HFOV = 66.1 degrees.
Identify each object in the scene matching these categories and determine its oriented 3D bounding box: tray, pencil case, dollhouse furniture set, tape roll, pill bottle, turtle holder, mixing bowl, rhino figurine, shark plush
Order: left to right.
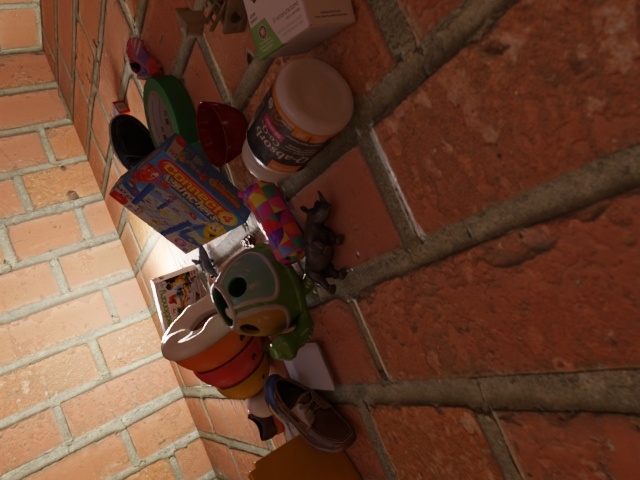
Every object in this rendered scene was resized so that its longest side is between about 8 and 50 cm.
[{"bbox_3d":[-0.523,-0.408,1.723,0.321,0.077,0.321,34,134,44],"label":"tape roll"},{"bbox_3d":[-0.283,-0.585,1.159,0.182,0.161,0.101,56,147,18],"label":"dollhouse furniture set"},{"bbox_3d":[-0.444,0.094,1.925,0.067,0.073,0.161,-53,54,21],"label":"shark plush"},{"bbox_3d":[-0.259,-0.301,1.354,0.181,0.098,0.181,35,137,42],"label":"mixing bowl"},{"bbox_3d":[-0.157,0.174,1.355,0.243,0.227,0.320,-28,84,58],"label":"turtle holder"},{"bbox_3d":[-0.119,-0.048,1.290,0.236,0.104,0.104,57,147,18],"label":"pencil case"},{"bbox_3d":[-0.061,-0.235,1.025,0.278,0.162,0.162,-36,78,58],"label":"pill bottle"},{"bbox_3d":[-0.038,0.377,1.484,0.270,0.030,0.145,-26,86,59],"label":"tray"},{"bbox_3d":[0.000,0.000,1.159,0.106,0.073,0.243,22,125,47],"label":"rhino figurine"}]

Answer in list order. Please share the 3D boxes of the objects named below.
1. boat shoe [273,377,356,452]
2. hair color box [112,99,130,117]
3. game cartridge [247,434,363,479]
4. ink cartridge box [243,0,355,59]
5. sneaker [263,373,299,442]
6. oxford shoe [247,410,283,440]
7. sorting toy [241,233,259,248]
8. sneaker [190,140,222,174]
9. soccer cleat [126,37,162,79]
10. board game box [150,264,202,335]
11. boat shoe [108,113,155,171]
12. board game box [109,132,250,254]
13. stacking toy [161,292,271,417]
[{"bbox_3d":[-0.034,0.502,1.434,0.324,0.123,0.116,14,131,44],"label":"boat shoe"},{"bbox_3d":[-0.918,-0.550,2.272,0.093,0.053,0.167,52,146,25],"label":"hair color box"},{"bbox_3d":[-0.017,0.730,1.417,0.324,0.285,0.053,52,145,27],"label":"game cartridge"},{"bbox_3d":[-0.063,-0.506,0.910,0.198,0.114,0.273,0,108,57],"label":"ink cartridge box"},{"bbox_3d":[-0.076,0.567,1.608,0.131,0.112,0.297,-26,92,47],"label":"sneaker"},{"bbox_3d":[-0.239,0.628,1.879,0.271,0.098,0.097,62,148,10],"label":"oxford shoe"},{"bbox_3d":[-0.218,0.028,1.542,0.102,0.042,0.061,50,144,28],"label":"sorting toy"},{"bbox_3d":[-0.392,-0.166,1.563,0.124,0.178,0.296,-26,86,59],"label":"sneaker"},{"bbox_3d":[-0.656,-0.653,1.762,0.248,0.095,0.083,50,144,28],"label":"soccer cleat"},{"bbox_3d":[-0.619,0.278,2.170,0.053,0.193,0.305,27,130,48],"label":"board game box"},{"bbox_3d":[-0.648,-0.283,1.901,0.156,0.186,0.500,-32,85,53],"label":"boat shoe"},{"bbox_3d":[-0.413,-0.123,1.461,0.302,0.086,0.308,-24,125,37],"label":"board game box"},{"bbox_3d":[-0.292,0.432,1.737,0.350,0.350,0.480,3,130,57],"label":"stacking toy"}]
